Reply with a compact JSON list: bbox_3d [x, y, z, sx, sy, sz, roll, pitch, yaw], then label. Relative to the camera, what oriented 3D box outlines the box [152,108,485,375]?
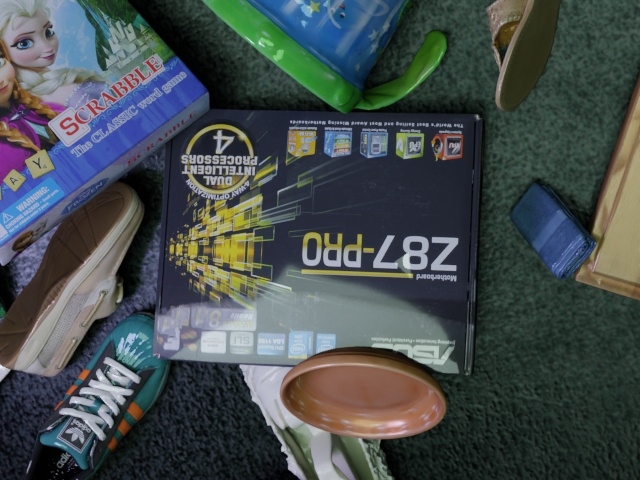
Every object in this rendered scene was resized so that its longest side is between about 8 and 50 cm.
[{"bbox_3d":[0.000,0.000,1.690,0.394,0.097,0.318,3,86,8],"label":"box"}]

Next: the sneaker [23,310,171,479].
[{"bbox_3d":[-0.297,0.234,1.815,0.108,0.121,0.302,33,105,1],"label":"sneaker"}]

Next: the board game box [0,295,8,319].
[{"bbox_3d":[-0.559,0.100,1.805,0.259,0.030,0.136,-23,130,-5],"label":"board game box"}]

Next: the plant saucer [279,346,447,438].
[{"bbox_3d":[0.052,0.179,1.628,0.199,0.200,0.037,1,58,9],"label":"plant saucer"}]

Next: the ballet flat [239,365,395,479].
[{"bbox_3d":[0.006,0.246,1.764,0.147,0.147,0.409,-27,96,14],"label":"ballet flat"}]

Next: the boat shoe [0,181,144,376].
[{"bbox_3d":[-0.312,0.056,1.799,0.098,0.109,0.302,24,109,-38],"label":"boat shoe"}]

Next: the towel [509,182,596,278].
[{"bbox_3d":[0.285,-0.012,1.681,0.067,0.029,0.119,-52,49,23],"label":"towel"}]

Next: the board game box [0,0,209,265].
[{"bbox_3d":[-0.354,-0.189,1.645,0.318,0.066,0.318,-40,79,-15],"label":"board game box"}]

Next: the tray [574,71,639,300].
[{"bbox_3d":[0.466,-0.119,1.639,0.202,0.076,0.411,17,105,6],"label":"tray"}]

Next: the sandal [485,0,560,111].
[{"bbox_3d":[0.241,-0.279,1.653,0.079,0.088,0.240,26,100,35],"label":"sandal"}]

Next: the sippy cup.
[{"bbox_3d":[0.012,-0.305,1.600,0.240,0.305,0.224,44,99,25],"label":"sippy cup"}]

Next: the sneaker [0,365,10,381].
[{"bbox_3d":[-0.488,0.191,1.869,0.084,0.058,0.152,39,101,-6],"label":"sneaker"}]
